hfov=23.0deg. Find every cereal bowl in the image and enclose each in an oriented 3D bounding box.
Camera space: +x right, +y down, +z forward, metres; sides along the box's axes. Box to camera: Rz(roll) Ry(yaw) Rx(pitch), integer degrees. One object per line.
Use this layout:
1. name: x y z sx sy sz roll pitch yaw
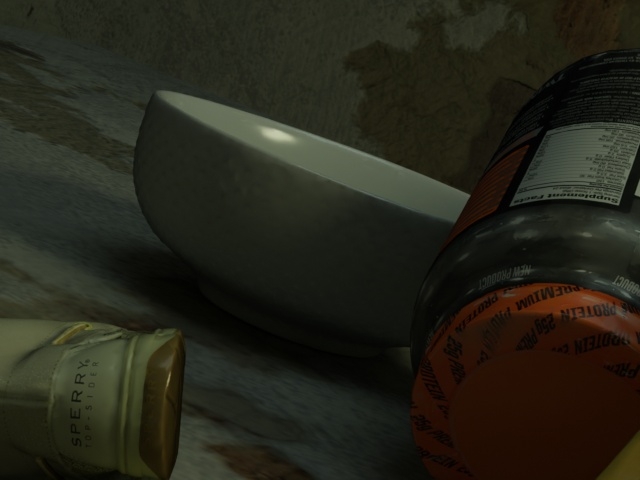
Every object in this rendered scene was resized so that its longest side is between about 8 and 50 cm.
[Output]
1. cereal bowl: 0.000 0.000 1.268 0.339 0.141 0.339 20 9 -3

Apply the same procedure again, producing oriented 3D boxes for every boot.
1. boot: -0.144 0.069 0.690 0.165 0.077 0.213 5 -8 -5

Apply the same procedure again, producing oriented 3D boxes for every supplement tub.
1. supplement tub: 0.180 0.029 0.996 0.207 0.207 0.338 22 35 9

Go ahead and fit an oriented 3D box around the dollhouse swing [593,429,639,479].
1. dollhouse swing: 0.332 0.158 0.722 0.346 0.305 0.315 6 -42 41
